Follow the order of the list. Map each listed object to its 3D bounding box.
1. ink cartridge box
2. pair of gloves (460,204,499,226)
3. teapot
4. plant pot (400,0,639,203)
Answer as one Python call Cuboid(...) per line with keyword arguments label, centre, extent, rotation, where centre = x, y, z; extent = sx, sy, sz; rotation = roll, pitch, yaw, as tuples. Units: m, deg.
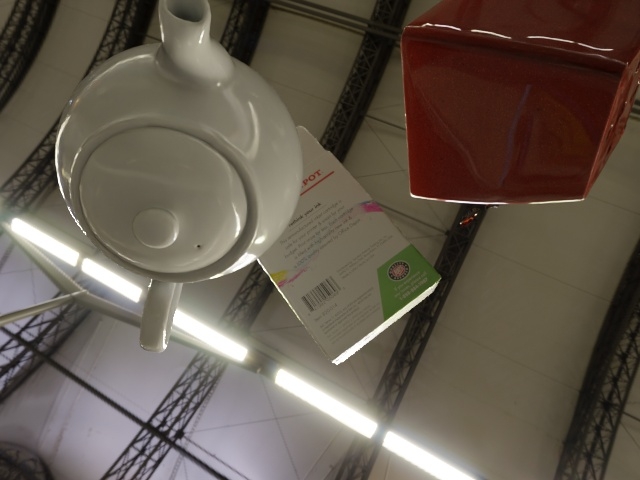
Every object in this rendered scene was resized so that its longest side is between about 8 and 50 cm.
Cuboid(label="ink cartridge box", centre=(0.000, 0.000, 0.684), extent=(0.207, 0.119, 0.353), rotation=(-36, -109, -5))
Cuboid(label="pair of gloves", centre=(0.277, -0.053, 0.695), extent=(0.083, 0.074, 0.010), rotation=(-37, -89, 27))
Cuboid(label="teapot", centre=(-0.133, -0.048, 0.384), extent=(0.253, 0.187, 0.256), rotation=(-27, -59, 12))
Cuboid(label="plant pot", centre=(0.293, -0.203, 0.571), extent=(0.236, 0.267, 0.267), rotation=(24, -34, 34))
